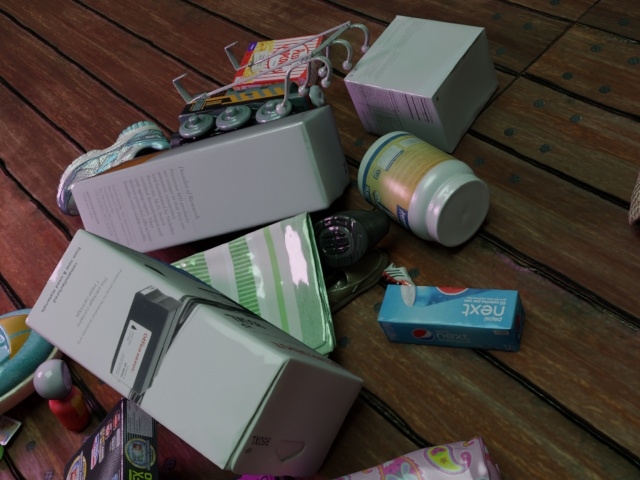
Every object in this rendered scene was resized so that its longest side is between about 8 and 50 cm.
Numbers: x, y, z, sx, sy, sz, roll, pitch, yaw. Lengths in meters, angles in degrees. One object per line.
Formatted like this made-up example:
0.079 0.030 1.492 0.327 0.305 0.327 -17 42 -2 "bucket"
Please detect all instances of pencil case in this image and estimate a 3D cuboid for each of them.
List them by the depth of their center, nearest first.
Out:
0.100 0.350 1.074 0.284 0.124 0.124 -21 46 9 "pencil case"

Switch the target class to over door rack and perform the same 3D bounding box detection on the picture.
-0.083 -0.329 1.599 0.324 0.108 0.239 -3 26 25 "over door rack"

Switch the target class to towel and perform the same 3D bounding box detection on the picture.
-0.142 0.116 1.362 0.325 0.038 0.248 -20 69 19 "towel"

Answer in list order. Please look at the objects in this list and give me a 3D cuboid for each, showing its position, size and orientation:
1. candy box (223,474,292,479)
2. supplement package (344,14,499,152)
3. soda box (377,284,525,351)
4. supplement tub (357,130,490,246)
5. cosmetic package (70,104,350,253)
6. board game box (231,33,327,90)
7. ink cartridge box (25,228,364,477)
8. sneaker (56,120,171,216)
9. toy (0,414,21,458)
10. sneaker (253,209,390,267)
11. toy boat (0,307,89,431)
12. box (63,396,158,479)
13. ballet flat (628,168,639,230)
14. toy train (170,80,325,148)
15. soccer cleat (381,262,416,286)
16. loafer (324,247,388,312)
-0.147 0.431 1.154 0.233 0.071 0.159 -22 46 9 "candy box"
0.195 -0.301 1.559 0.203 0.149 0.194 21 64 37 "supplement package"
0.200 0.118 1.256 0.210 0.067 0.071 2 53 26 "soda box"
0.174 -0.088 1.390 0.144 0.144 0.199 -42 46 -11 "supplement tub"
-0.193 -0.105 1.509 0.453 0.161 0.230 -13 13 15 "cosmetic package"
-0.089 -0.395 1.852 0.193 0.045 0.147 -1 52 25 "board game box"
-0.172 0.164 1.181 0.395 0.285 0.166 28 88 27 "ink cartridge box"
-0.444 -0.148 1.773 0.283 0.110 0.122 -42 50 -12 "sneaker"
-0.669 0.353 1.488 0.237 0.056 0.137 10 56 32 "toy"
0.000 0.000 1.440 0.286 0.109 0.130 -2 14 42 "sneaker"
-0.534 0.225 1.451 0.318 0.148 0.267 19 49 32 "toy boat"
-0.312 0.401 1.195 0.216 0.060 0.270 -47 37 31 "box"
0.646 -0.001 1.103 0.483 0.164 0.182 21 85 44 "ballet flat"
-0.148 -0.247 1.699 0.334 0.142 0.190 -7 40 21 "toy train"
0.138 0.063 1.361 0.083 0.029 0.035 27 71 44 "soccer cleat"
0.054 0.063 1.386 0.148 0.050 0.056 -42 47 -12 "loafer"
